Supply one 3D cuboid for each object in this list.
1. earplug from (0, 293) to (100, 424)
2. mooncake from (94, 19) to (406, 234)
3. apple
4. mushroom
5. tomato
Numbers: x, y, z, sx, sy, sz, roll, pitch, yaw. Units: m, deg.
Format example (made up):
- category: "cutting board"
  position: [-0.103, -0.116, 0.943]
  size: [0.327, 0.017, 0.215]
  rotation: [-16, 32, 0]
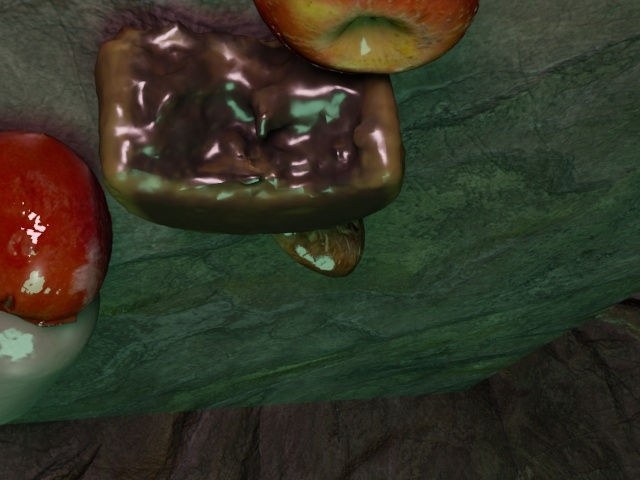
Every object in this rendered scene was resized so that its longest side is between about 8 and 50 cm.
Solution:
- category: "earplug"
  position: [-0.583, 0.139, 1.367]
  size: [0.312, 0.313, 0.394]
  rotation: [11, 144, -38]
- category: "mooncake"
  position: [-0.101, -0.155, 1.014]
  size: [0.393, 0.246, 0.394]
  rotation: [-22, 153, 39]
- category: "apple"
  position: [0.048, -0.308, 0.823]
  size: [0.271, 0.207, 0.251]
  rotation: [5, 161, -25]
- category: "mushroom"
  position: [0.000, 0.000, 1.484]
  size: [0.156, 0.151, 0.285]
  rotation: [-31, 148, 32]
- category: "tomato"
  position: [-0.426, -0.007, 1.105]
  size: [0.308, 0.309, 0.170]
  rotation: [8, -168, -34]
